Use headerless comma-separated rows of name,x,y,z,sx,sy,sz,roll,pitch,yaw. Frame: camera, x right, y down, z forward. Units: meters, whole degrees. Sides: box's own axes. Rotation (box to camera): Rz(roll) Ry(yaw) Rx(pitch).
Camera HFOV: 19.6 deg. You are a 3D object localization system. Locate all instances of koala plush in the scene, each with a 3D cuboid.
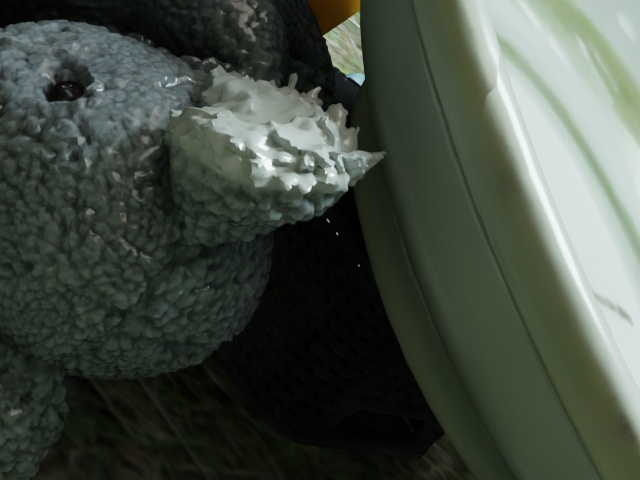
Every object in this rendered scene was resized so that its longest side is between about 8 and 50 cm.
koala plush,-0.071,-0.031,0.622,0.203,0.196,0.221,42,14,-31

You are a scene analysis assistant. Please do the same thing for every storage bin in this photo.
storage bin,0.000,0.000,0.827,0.122,0.084,0.180,16,32,-51

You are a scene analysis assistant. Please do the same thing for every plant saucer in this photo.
plant saucer,0.107,0.008,0.731,0.400,0.101,0.400,46,30,-38

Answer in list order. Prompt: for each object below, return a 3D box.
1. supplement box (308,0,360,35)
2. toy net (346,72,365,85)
supplement box,-0.080,-0.169,0.827,0.194,0.129,0.191,8,17,12
toy net,0.084,-0.008,1.059,0.122,0.045,0.232,13,37,-56
